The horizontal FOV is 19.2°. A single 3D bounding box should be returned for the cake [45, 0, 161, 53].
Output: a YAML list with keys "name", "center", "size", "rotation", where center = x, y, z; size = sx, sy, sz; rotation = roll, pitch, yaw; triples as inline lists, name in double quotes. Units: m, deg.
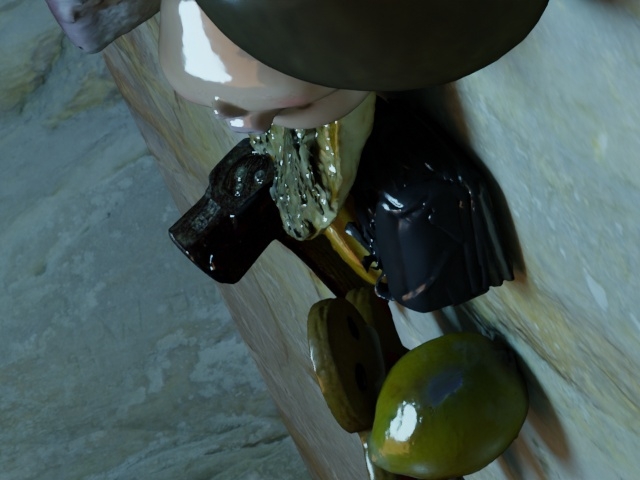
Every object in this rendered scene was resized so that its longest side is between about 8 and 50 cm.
- name: "cake"
  center: [-0.267, -0.417, 2.211]
  size: [0.309, 0.237, 0.230]
  rotation: [59, 170, 11]

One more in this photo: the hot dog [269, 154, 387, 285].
- name: "hot dog"
  center: [0.024, -0.073, 2.085]
  size: [0.269, 0.115, 0.072]
  rotation: [57, 174, 1]

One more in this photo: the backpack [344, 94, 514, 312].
- name: "backpack"
  center: [0.080, -0.049, 1.902]
  size: [0.258, 0.133, 0.206]
  rotation: [-121, 11, -47]

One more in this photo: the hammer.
- name: "hammer"
  center: [0.000, 0.000, 2.296]
  size: [0.095, 0.242, 0.409]
  rotation: [41, 178, 36]

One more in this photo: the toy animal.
- name: "toy animal"
  center: [-0.040, -0.249, 1.565]
  size: [0.237, 0.326, 0.269]
  rotation: [1, 166, 43]

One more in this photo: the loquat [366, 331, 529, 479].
- name: "loquat"
  center: [0.137, 0.185, 2.066]
  size: [0.152, 0.195, 0.152]
  rotation: [51, -179, -2]

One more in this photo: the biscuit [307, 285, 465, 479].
- name: "biscuit"
  center: [0.091, 0.189, 2.226]
  size: [0.432, 0.064, 0.283]
  rotation: [49, -152, -56]

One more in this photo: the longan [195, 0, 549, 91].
- name: "longan"
  center: [0.028, -0.223, 1.325]
  size: [0.300, 0.243, 0.300]
  rotation: [37, -168, -9]

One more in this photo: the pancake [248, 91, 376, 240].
- name: "pancake"
  center: [-0.026, -0.183, 1.880]
  size: [0.382, 0.071, 0.382]
  rotation: [174, 90, -77]
